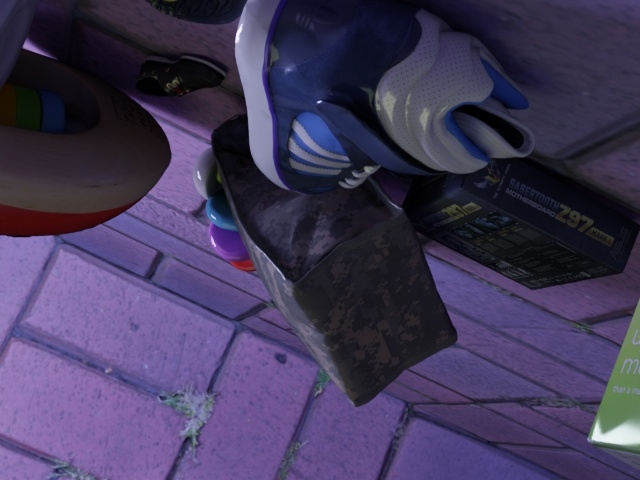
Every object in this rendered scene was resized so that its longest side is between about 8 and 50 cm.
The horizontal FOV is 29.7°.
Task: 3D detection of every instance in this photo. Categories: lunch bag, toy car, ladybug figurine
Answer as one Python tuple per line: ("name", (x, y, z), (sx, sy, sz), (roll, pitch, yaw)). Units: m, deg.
("lunch bag", (0.000, 0.000, 1.340), (0.287, 0.169, 0.235), (49, 169, 44))
("toy car", (-0.089, -0.031, 1.556), (0.159, 0.136, 0.182), (20, 167, 20))
("ladybug figurine", (-0.389, -0.115, 1.401), (0.449, 0.162, 0.305), (12, -149, -27))

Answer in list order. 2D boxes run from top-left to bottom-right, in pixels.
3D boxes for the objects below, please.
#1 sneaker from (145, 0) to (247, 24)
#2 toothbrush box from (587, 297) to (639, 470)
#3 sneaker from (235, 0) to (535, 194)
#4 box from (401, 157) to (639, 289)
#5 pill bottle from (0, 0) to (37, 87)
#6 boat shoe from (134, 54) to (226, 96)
("sneaker", (-0.159, -0.244, 1.021), (0.209, 0.069, 0.082), (17, -159, -7))
("toothbrush box", (0.310, 0.024, 0.712), (0.122, 0.283, 0.206), (31, 166, -22))
("sneaker", (0.065, -0.092, 1.036), (0.236, 0.130, 0.323), (25, 163, 17))
("box", (0.197, -0.019, 1.256), (0.183, 0.059, 0.233), (26, 168, -8))
("pill bottle", (-0.449, -0.259, 1.252), (0.272, 0.152, 0.152), (25, 167, -4))
("boat shoe", (-0.152, -0.175, 1.309), (0.133, 0.042, 0.049), (9, 158, 45))
